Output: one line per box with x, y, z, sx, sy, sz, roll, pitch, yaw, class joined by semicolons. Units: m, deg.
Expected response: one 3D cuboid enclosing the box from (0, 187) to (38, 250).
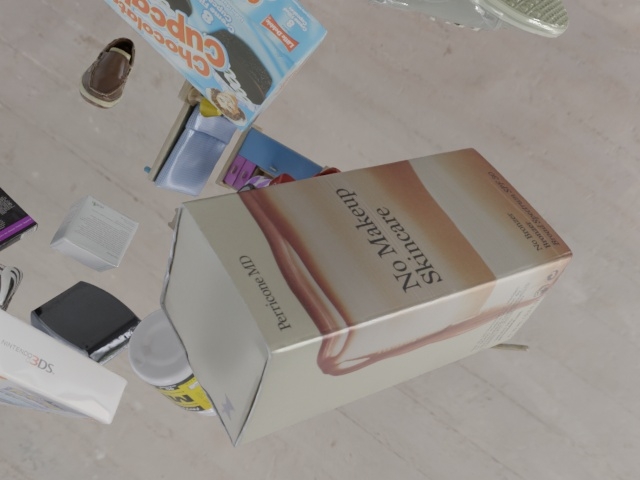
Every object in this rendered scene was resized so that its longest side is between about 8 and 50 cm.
-0.660;-0.054;1.453;0.162;0.029;0.116;44;46;4;box

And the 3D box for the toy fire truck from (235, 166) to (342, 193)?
0.000;0.000;0.915;0.158;0.246;0.217;39;41;-25;toy fire truck

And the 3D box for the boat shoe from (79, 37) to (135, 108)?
-0.464;-0.383;1.625;0.095;0.257;0.095;23;120;-19;boat shoe

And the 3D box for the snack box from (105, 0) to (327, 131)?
-0.156;-0.270;0.758;0.322;0.187;0.060;43;66;-7;snack box

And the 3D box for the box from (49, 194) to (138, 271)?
-0.379;-0.010;1.231;0.102;0.101;0.087;33;66;-25;box

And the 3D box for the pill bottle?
-0.200;0.195;1.136;0.119;0.208;0.119;-6;60;11;pill bottle

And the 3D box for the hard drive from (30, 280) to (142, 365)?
-0.496;0.173;1.559;0.255;0.054;0.172;23;47;40;hard drive

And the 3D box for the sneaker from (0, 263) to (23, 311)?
-0.793;0.146;1.638;0.163;0.106;0.281;29;103;-12;sneaker

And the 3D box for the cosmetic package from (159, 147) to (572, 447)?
0.038;0.032;0.608;0.296;0.129;0.153;-15;54;-32;cosmetic package

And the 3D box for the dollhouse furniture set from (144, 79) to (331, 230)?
-0.157;-0.092;1.279;0.198;0.303;0.286;32;96;23;dollhouse furniture set

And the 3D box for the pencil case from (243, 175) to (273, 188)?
-0.043;-0.050;1.258;0.206;0.086;0.088;20;119;34;pencil case

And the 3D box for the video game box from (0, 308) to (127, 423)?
-0.285;0.084;0.571;0.187;0.205;0.048;0;62;25;video game box

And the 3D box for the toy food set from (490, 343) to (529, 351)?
0.123;0.082;0.780;0.192;0.132;0.038;17;77;-39;toy food set

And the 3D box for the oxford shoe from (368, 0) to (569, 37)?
0.272;-0.479;1.422;0.449;0.130;0.169;10;56;-17;oxford shoe
